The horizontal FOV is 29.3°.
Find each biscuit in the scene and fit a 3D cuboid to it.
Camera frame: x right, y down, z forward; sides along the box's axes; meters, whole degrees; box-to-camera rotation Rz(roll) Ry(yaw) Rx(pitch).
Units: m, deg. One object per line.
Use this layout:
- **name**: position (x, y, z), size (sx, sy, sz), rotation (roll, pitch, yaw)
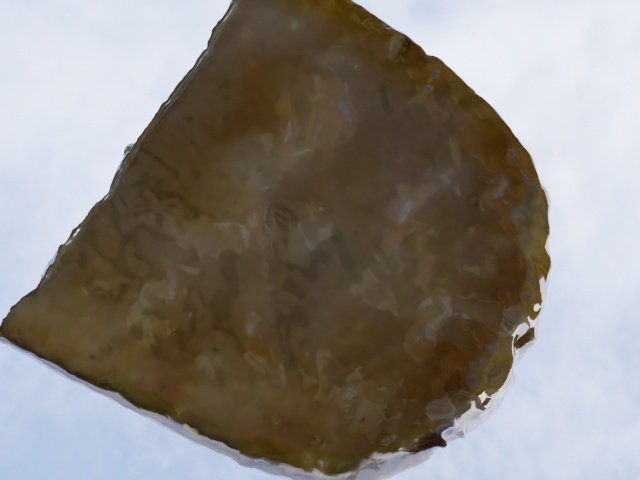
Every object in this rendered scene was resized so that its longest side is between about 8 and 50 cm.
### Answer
- **biscuit**: position (0.000, 0.000, 1.123), size (0.446, 0.104, 0.429), rotation (28, -102, -8)
